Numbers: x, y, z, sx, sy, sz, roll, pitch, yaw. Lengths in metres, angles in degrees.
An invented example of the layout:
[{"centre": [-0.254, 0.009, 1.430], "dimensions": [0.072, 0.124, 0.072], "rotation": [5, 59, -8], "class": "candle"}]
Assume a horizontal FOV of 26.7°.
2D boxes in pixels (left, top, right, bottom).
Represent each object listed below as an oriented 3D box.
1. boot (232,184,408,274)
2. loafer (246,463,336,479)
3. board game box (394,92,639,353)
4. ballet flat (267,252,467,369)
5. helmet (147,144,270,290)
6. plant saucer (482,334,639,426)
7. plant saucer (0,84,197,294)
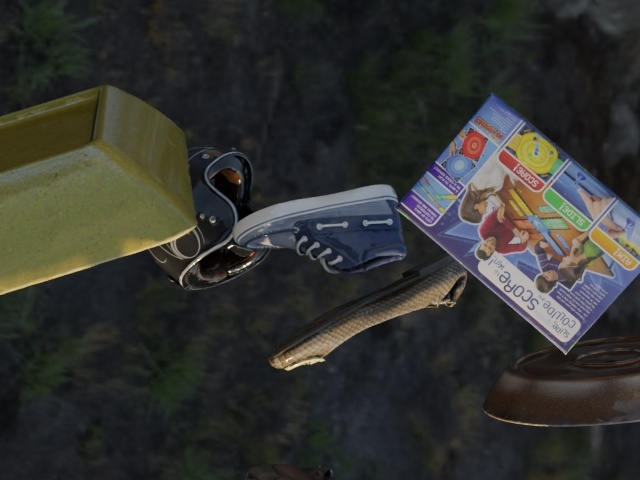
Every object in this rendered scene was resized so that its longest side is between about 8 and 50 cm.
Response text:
[{"centre": [0.000, 0.000, 1.504], "dimensions": [0.069, 0.190, 0.086], "rotation": [66, 10, -71], "class": "boot"}, {"centre": [0.007, 0.258, 1.258], "dimensions": [0.095, 0.302, 0.109], "rotation": [-14, 97, -15], "class": "loafer"}, {"centre": [0.186, -0.016, 1.200], "dimensions": [0.136, 0.201, 0.035], "rotation": [-50, 174, 13], "class": "board game box"}, {"centre": [0.058, 0.089, 1.508], "dimensions": [0.250, 0.084, 0.058], "rotation": [-27, 96, -17], "class": "ballet flat"}, {"centre": [-0.152, -0.037, 1.735], "dimensions": [0.169, 0.169, 0.161], "rotation": [6, 51, -55], "class": "helmet"}, {"centre": [0.343, 0.157, 1.590], "dimensions": [0.310, 0.311, 0.050], "rotation": [-15, 99, -53], "class": "plant saucer"}, {"centre": [-0.278, -0.040, 1.126], "dimensions": [0.333, 0.333, 0.081], "rotation": [-113, -174, -70], "class": "plant saucer"}]
